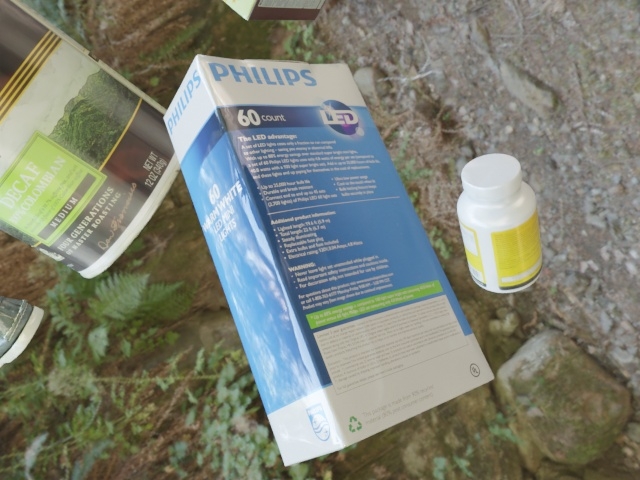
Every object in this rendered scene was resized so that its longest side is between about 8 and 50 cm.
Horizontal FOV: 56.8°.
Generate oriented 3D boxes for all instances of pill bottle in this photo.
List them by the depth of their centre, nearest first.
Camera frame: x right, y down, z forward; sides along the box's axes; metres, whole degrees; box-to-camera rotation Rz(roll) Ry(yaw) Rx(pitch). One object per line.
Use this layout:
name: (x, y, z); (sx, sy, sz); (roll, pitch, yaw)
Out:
pill bottle: (0.245, -0.023, 0.812); (0.103, 0.103, 0.184); (43, 160, 49)

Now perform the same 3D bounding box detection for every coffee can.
coffee can: (-0.296, -0.116, 0.582); (0.275, 0.201, 0.201); (36, 178, -28)

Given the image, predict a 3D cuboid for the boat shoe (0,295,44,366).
boat shoe: (-0.603, 0.185, 1.035); (0.099, 0.319, 0.116); (36, -143, -31)

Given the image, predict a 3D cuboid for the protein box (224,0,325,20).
protein box: (-0.098, -0.462, 0.937); (0.200, 0.201, 0.136); (42, 124, 11)

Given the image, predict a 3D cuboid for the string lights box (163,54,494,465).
string lights box: (0.000, 0.000, 0.411); (0.077, 0.133, 0.259); (-42, 65, 48)
